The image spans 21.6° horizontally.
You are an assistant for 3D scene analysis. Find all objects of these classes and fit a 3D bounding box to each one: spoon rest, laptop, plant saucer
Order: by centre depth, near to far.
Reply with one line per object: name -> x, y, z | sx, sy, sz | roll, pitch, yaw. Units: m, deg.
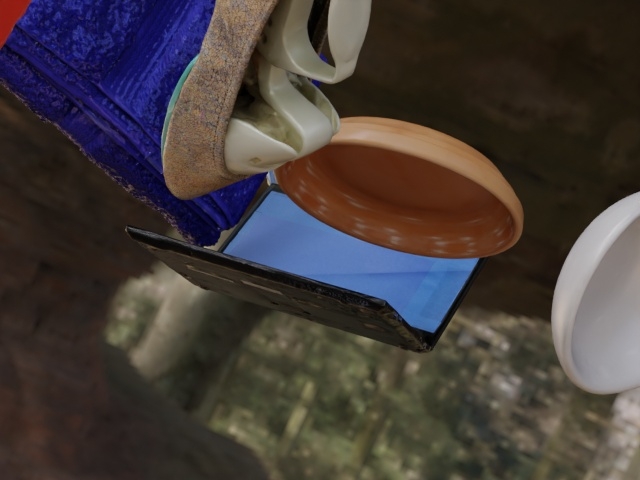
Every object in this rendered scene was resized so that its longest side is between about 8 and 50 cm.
spoon rest -> 0.239, 0.029, 1.063 | 0.084, 0.137, 0.276 | 30, 21, 35
plant saucer -> 0.064, -0.044, 1.317 | 0.200, 0.037, 0.200 | 15, -21, 6
laptop -> 0.000, 0.000, 1.452 | 0.234, 0.136, 0.264 | 15, -11, 20

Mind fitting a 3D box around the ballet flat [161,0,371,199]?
ballet flat -> -0.030, -0.118, 1.119 | 0.106, 0.316, 0.107 | 40, 49, 19

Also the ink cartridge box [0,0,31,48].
ink cartridge box -> -0.244, -0.080, 0.784 | 0.091, 0.385, 0.308 | 26, -8, 31

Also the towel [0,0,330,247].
towel -> -0.135, -0.162, 1.441 | 0.076, 0.227, 0.308 | 12, -25, 51

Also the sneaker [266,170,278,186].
sneaker -> 0.004, -0.032, 1.897 | 0.209, 0.069, 0.082 | 56, -17, 17
